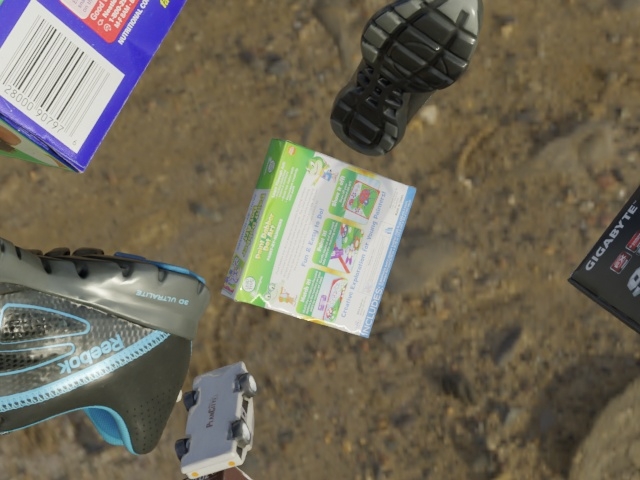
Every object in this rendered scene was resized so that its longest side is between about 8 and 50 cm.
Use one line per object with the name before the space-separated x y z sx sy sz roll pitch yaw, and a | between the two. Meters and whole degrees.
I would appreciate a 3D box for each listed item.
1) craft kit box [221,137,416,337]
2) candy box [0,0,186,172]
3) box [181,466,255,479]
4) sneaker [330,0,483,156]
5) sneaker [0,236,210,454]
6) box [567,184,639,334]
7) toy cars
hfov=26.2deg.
craft kit box | 0.000 0.000 2.087 0.061 0.246 0.250 18 89 57
candy box | -0.221 -0.200 0.965 0.317 0.122 0.268 11 68 49
box | -0.164 0.493 1.776 0.191 0.143 0.381 -29 38 21
sneaker | 0.087 -0.186 1.345 0.101 0.267 0.106 36 59 -5
sneaker | -0.232 0.058 0.887 0.125 0.340 0.140 10 87 62
box | 0.318 -0.014 1.095 0.220 0.051 0.175 -53 26 5
toy cars | -0.191 0.235 1.957 0.176 0.087 0.393 -41 34 -19
